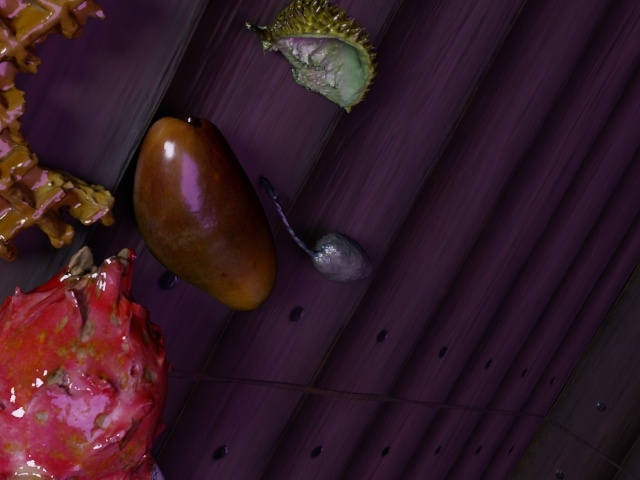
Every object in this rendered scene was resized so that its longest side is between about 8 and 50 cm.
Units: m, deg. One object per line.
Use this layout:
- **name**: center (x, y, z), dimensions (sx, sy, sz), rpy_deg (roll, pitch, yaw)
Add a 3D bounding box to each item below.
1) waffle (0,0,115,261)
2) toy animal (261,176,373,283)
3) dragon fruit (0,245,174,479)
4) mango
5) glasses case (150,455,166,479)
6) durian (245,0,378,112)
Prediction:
- **waffle**: center (-0.293, -0.109, 0.496), dimensions (0.259, 0.069, 0.293), rpy_deg (-11, 124, -38)
- **toy animal**: center (-0.001, 0.006, 0.849), dimensions (0.070, 0.079, 0.253), rpy_deg (-57, 140, -1)
- **dragon fruit**: center (-0.241, 0.133, 0.601), dimensions (0.210, 0.205, 0.268), rpy_deg (13, 99, -21)
- **mango**: center (-0.126, -0.018, 0.682), dimensions (0.133, 0.111, 0.267), rpy_deg (-54, 141, -29)
- **glasses case**: center (-0.247, 0.376, 0.849), dimensions (0.103, 0.067, 0.267), rpy_deg (-35, 136, -26)
- **durian**: center (0.004, -0.221, 0.715), dimensions (0.100, 0.086, 0.215), rpy_deg (-48, 143, 11)
